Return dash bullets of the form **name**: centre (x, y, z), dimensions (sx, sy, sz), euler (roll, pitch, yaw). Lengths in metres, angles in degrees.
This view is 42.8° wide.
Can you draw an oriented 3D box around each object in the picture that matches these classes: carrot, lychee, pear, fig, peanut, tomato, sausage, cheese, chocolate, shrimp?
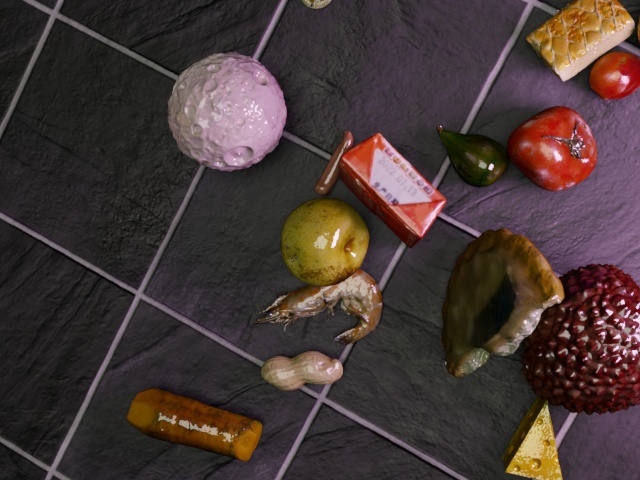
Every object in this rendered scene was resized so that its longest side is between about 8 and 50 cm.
- **carrot**: centre (-0.293, 0.426, 1.885), dimensions (0.302, 0.114, 0.114), euler (14, 95, 9)
- **lychee**: centre (0.551, 0.199, 1.626), dimensions (0.330, 0.306, 0.306), euler (-39, 85, 16)
- **pear**: centre (0.000, 0.000, 1.775), dimensions (0.197, 0.197, 0.197), euler (0, 92, 10)
- **fig**: centre (0.317, -0.186, 1.756), dimensions (0.177, 0.117, 0.117), euler (34, 98, 24)
- **peanut**: centre (-0.042, 0.295, 1.850), dimensions (0.187, 0.082, 0.082), euler (-11, 90, 9)
- **tomato**: centre (0.476, -0.184, 1.693), dimensions (0.151, 0.187, 0.187), euler (-12, 90, 49)
- **sausage**: centre (0.034, -0.174, 1.837), dimensions (0.042, 0.036, 0.157), euler (28, 96, 18)
- **cheese**: centre (0.470, 0.418, 1.752), dimensions (0.126, 0.093, 0.171), euler (10, 93, 10)
- **chocolate**: centre (0.151, -0.104, 1.723), dimensions (0.108, 0.237, 0.235), euler (-44, 84, -4)
- **shrimp**: centre (0.001, 0.174, 1.851), dimensions (0.296, 0.058, 0.169), euler (-23, 90, 7)

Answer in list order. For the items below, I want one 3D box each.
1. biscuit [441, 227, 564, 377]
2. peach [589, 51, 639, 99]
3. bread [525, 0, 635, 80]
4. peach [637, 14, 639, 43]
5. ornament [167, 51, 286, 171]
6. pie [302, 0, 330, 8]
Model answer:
- **biscuit**: centre (0.344, 0.143, 1.672), dimensions (0.078, 0.329, 0.335), euler (15, 103, -24)
- **peach**: centre (0.615, -0.344, 1.693), dimensions (0.101, 0.101, 0.100), euler (0, 92, 10)
- **bread**: centre (0.542, -0.431, 1.699), dimensions (0.188, 0.068, 0.125), euler (-35, 59, 10)
- **peach**: centre (0.730, -0.429, 1.634), dimensions (0.184, 0.184, 0.184), euler (0, 92, 10)
- **ornament**: centre (-0.202, -0.269, 1.764), dimensions (0.259, 0.259, 0.225), euler (-26, 60, 10)
- **pie**: centre (-0.007, -0.562, 1.838), dimensions (0.084, 0.021, 0.084), euler (0, 92, 11)
